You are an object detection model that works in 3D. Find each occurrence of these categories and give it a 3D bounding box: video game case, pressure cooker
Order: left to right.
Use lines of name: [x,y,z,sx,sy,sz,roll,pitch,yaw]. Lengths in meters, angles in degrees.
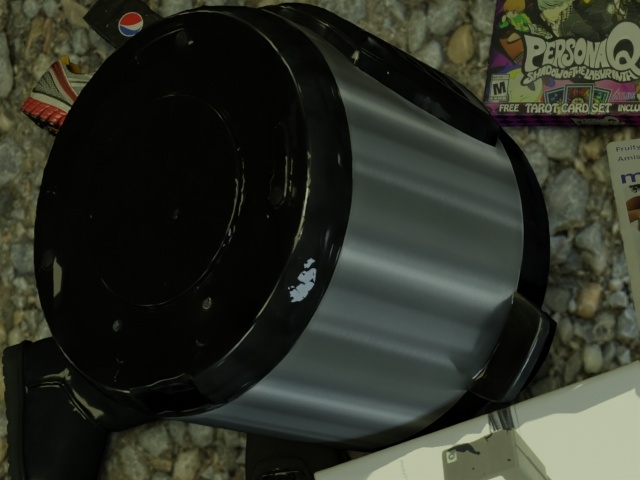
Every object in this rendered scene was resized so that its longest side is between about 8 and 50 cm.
pressure cooker: [-0.004,0.005,1.627,0.376,0.420,0.369,-27,60,34]
video game case: [0.288,-0.217,1.796,0.232,0.042,0.210,2,73,24]

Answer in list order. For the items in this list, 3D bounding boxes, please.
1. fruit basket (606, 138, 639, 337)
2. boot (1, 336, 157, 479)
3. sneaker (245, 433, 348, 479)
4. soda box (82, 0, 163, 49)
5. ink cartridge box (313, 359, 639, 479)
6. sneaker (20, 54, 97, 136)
fruit basket: [0.435,-0.018,1.594,0.327,0.165,0.353,-7,43,8]
boot: [-0.211,0.185,1.809,0.207,0.094,0.246,-18,64,14]
sneaker: [-0.024,0.283,1.710,0.109,0.130,0.286,-15,70,14]
soda box: [-0.177,-0.209,1.937,0.169,0.053,0.060,40,87,22]
ink cartridge box: [0.178,0.235,1.614,0.308,0.223,0.129,-20,69,10]
sneaker: [-0.214,-0.140,1.910,0.225,0.088,0.092,21,80,20]
